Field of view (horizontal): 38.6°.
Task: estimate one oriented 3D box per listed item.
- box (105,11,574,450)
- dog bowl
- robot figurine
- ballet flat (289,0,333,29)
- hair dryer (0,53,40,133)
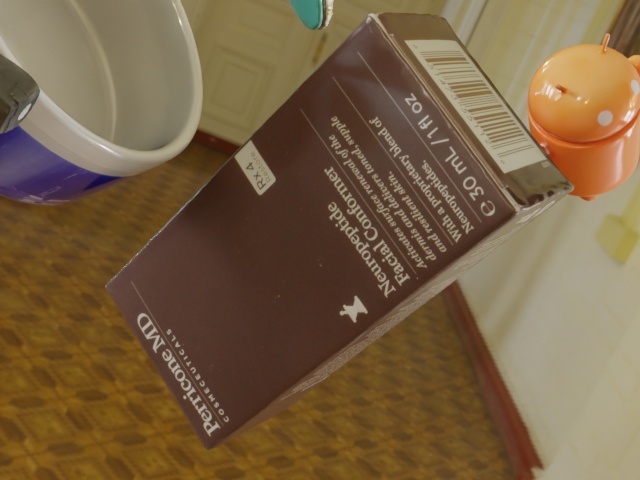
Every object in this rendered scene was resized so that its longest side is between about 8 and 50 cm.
[{"bbox_3d":[0.000,0.000,0.794,0.191,0.381,0.143,55,33,11],"label":"box"},{"bbox_3d":[-0.211,-0.164,0.702,0.265,0.104,0.265,45,34,-42],"label":"dog bowl"},{"bbox_3d":[0.303,-0.135,1.052,0.158,0.128,0.219,-7,-33,13],"label":"robot figurine"},{"bbox_3d":[-0.029,-0.396,1.200,0.091,0.077,0.241,16,-38,48],"label":"ballet flat"},{"bbox_3d":[-0.266,-0.164,0.442,0.293,0.080,0.223,52,19,-5],"label":"hair dryer"}]
